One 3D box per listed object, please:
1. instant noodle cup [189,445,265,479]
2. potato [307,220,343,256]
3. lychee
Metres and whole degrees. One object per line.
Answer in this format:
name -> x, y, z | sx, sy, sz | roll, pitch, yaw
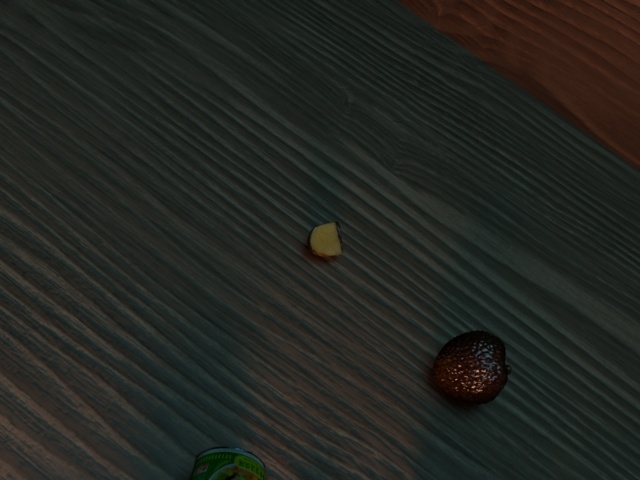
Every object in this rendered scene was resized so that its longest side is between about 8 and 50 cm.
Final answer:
instant noodle cup -> -0.181, 0.525, 1.350 | 0.207, 0.207, 0.233 | 19, 39, -11
potato -> 0.000, 0.000, 1.942 | 0.103, 0.066, 0.096 | -2, 79, -34
lychee -> 0.384, 0.317, 1.802 | 0.194, 0.194, 0.194 | 14, 49, -16
